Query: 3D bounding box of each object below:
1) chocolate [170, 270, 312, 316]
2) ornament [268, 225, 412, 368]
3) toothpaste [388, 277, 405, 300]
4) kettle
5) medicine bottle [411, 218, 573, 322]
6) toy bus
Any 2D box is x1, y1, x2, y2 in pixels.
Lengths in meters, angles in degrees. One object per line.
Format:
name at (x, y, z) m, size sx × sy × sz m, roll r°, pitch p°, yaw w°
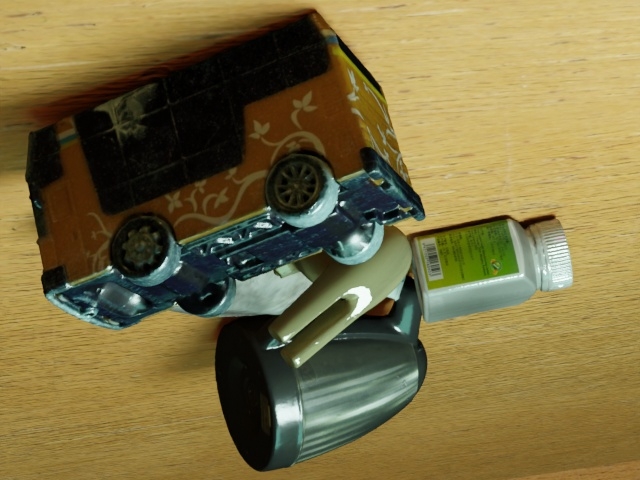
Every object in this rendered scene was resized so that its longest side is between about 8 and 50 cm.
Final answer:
chocolate at (-0.110, 0.031, 1.679) m, size 0.185 × 0.100 × 0.303 m, roll -22°, pitch 158°, yaw 37°
ornament at (0.000, 0.000, 1.526) m, size 0.245 × 0.230 × 0.061 m, roll -38°, pitch 124°, yaw -20°
toothpaste at (0.029, 0.040, 1.929) m, size 0.218 × 0.052 × 0.033 m, roll 11°, pitch -172°, yaw -42°
kettle at (0.016, 0.163, 2.092) m, size 0.271 × 0.251 × 0.207 m, roll -10°, pitch -169°, yaw -24°
medicine bottle at (0.212, 0.034, 1.938) m, size 0.188 × 0.088 × 0.132 m, roll -11°, pitch 160°, yaw 0°
toy bus at (-0.092, -0.054, 1.400) m, size 0.323 × 0.194 × 0.162 m, roll -20°, pitch 159°, yaw 15°
